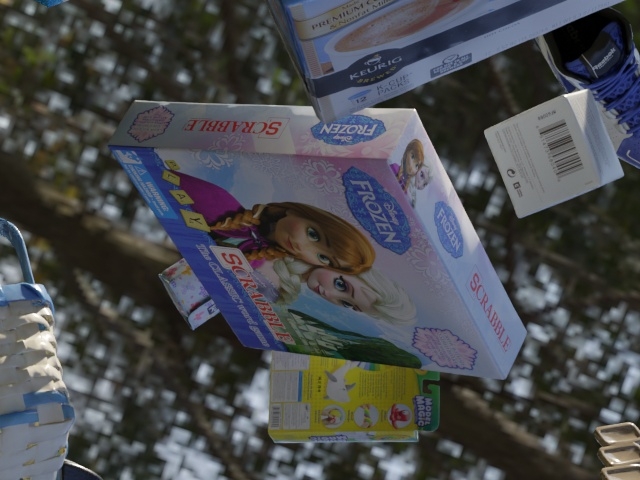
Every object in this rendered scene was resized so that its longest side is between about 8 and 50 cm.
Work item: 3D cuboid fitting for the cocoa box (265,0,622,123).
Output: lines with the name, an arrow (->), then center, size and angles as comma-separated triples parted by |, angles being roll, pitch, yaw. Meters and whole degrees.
cocoa box -> 0.104, -0.289, 1.374 | 0.228, 0.347, 0.231 | 70, -2, -71

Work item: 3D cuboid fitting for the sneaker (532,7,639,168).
sneaker -> 0.363, -0.212, 2.259 | 0.127, 0.315, 0.182 | -38, -168, 9

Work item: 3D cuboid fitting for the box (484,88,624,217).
box -> 0.242, -0.091, 1.815 | 0.102, 0.101, 0.087 | -23, 179, 29

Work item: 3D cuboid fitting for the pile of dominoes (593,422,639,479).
pile of dominoes -> 0.391, 0.300, 1.903 | 0.251, 0.196, 0.040 | -92, -162, -54

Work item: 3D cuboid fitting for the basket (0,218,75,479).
basket -> -0.375, 0.109, 1.675 | 0.289, 0.255, 0.201 | 67, -29, 26

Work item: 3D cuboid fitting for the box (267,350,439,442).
box -> 0.038, 0.158, 1.848 | 0.043, 0.179, 0.105 | 65, 26, -65

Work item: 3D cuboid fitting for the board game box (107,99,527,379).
board game box -> 0.000, 0.000, 1.685 | 0.318, 0.318, 0.066 | 4, -128, 34

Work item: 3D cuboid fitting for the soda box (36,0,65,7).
soda box -> -0.253, -0.331, 1.980 | 0.210, 0.071, 0.067 | -30, 139, -42

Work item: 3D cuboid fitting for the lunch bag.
lunch bag -> -0.150, 0.062, 2.192 | 0.071, 0.083, 0.053 | -32, -150, -13

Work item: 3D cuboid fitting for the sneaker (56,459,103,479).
sneaker -> -0.342, 0.256, 1.881 | 0.098, 0.224, 0.083 | -139, -125, -69
